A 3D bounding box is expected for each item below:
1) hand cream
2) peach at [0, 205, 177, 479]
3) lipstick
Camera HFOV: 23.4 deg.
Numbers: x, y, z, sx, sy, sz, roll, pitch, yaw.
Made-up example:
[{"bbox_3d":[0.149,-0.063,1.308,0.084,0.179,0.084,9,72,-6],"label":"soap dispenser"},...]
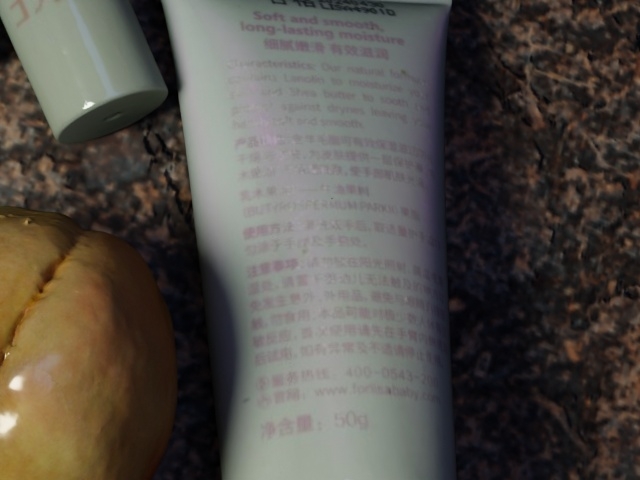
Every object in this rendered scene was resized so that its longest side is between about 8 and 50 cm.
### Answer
[{"bbox_3d":[0.000,0.000,0.859,0.185,0.118,0.359,3,67,-15],"label":"hand cream"},{"bbox_3d":[-0.155,0.067,0.745,0.184,0.184,0.184,5,74,-17],"label":"peach"},{"bbox_3d":[-0.166,-0.183,0.865,0.070,0.070,0.254,-22,82,-22],"label":"lipstick"}]
